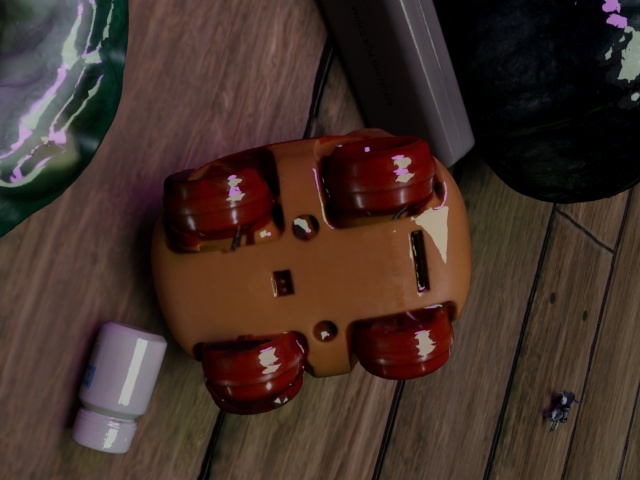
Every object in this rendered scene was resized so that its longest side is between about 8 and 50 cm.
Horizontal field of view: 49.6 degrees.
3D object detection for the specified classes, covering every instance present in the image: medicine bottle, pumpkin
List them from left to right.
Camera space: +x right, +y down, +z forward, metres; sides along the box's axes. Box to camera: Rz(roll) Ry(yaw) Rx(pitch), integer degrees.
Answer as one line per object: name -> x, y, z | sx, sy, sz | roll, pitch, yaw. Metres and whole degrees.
medicine bottle -> -0.151, 0.109, 0.518 | 0.052, 0.052, 0.089 | 23, 80, -44
pumpkin -> 0.244, -0.185, 0.739 | 0.315, 0.238, 0.315 | 37, 45, -48

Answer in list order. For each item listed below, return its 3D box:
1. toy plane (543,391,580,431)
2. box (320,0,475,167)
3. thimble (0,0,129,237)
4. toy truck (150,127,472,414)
toy plane -> 0.378, 0.261, 1.081 | 0.083, 0.031, 0.078 | -25, 129, -37
box -> 0.066, -0.182, 0.652 | 0.055, 0.103, 0.244 | -41, 123, -26
thimble -> -0.243, -0.107, 0.315 | 0.288, 0.167, 0.254 | -31, 116, -38
toy truck -> 0.000, 0.000, 0.583 | 0.265, 0.239, 0.189 | -10, 107, -1
